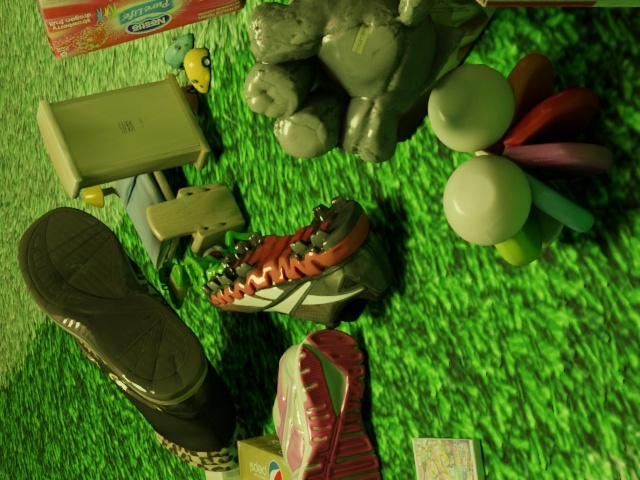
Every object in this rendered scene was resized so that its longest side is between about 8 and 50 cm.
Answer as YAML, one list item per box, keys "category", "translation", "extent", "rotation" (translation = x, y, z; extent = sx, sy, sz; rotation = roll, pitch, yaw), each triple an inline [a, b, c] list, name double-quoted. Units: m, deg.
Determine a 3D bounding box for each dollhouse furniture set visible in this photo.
- category: "dollhouse furniture set"
  translation: [-0.282, -0.040, 2.010]
  extent: [0.286, 0.198, 0.303]
  rotation: [63, 152, 22]

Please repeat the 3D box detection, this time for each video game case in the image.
- category: "video game case"
  translation: [0.136, 0.250, 1.480]
  extent: [0.122, 0.011, 0.087]
  rotation: [-14, 82, 63]

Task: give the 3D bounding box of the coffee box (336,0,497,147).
- category: "coffee box"
  translation: [0.060, -0.199, 1.396]
  extent: [0.246, 0.141, 0.098]
  rotation: [-57, 47, 53]

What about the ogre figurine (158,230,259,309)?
- category: "ogre figurine"
  translation: [-0.125, 0.039, 1.832]
  extent: [0.197, 0.118, 0.097]
  rotation: [-45, 60, 59]

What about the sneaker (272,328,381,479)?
- category: "sneaker"
  translation: [0.002, 0.230, 1.657]
  extent: [0.111, 0.103, 0.252]
  rotation: [168, 101, -67]

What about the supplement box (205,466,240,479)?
- category: "supplement box"
  translation: [-0.132, 0.361, 2.000]
  extent: [0.062, 0.036, 0.098]
  rotation: [-9, 87, 63]

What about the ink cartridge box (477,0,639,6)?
- category: "ink cartridge box"
  translation: [0.156, -0.299, 1.122]
  extent: [0.273, 0.197, 0.114]
  rotation: [55, 140, 43]

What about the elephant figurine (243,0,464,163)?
- category: "elephant figurine"
  translation: [0.030, -0.179, 1.194]
  extent: [0.239, 0.186, 0.169]
  rotation: [-62, -29, -60]

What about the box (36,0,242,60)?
- category: "box"
  translation: [-0.237, -0.341, 1.797]
  extent: [0.128, 0.257, 0.122]
  rotation: [89, 162, -60]

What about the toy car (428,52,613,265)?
- category: "toy car"
  translation: [0.181, -0.073, 1.211]
  extent: [0.136, 0.159, 0.182]
  rotation: [-13, 78, 24]

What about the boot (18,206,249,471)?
- category: "boot"
  translation: [-0.245, 0.140, 1.911]
  extent: [0.377, 0.138, 0.284]
  rotation: [39, 164, 34]

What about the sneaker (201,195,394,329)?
- category: "sneaker"
  translation: [-0.023, 0.048, 1.604]
  extent: [0.276, 0.097, 0.135]
  rotation: [-21, 118, 45]

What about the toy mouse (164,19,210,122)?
- category: "toy mouse"
  translation: [-0.197, -0.234, 2.011]
  extent: [0.143, 0.031, 0.161]
  rotation: [16, 110, 61]

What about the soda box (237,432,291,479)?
- category: "soda box"
  translation: [-0.041, 0.287, 1.779]
  extent: [0.181, 0.061, 0.058]
  rotation: [1, 97, 63]

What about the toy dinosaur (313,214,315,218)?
- category: "toy dinosaur"
  translation: [0.000, 0.000, 1.631]
  extent: [0.082, 0.090, 0.047]
  rotation: [51, -170, -50]
